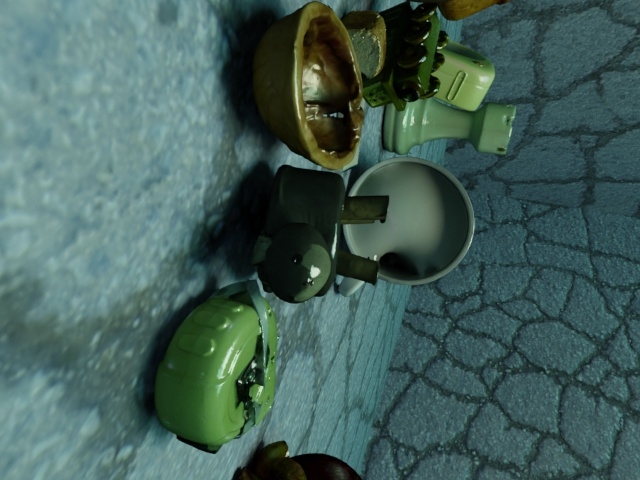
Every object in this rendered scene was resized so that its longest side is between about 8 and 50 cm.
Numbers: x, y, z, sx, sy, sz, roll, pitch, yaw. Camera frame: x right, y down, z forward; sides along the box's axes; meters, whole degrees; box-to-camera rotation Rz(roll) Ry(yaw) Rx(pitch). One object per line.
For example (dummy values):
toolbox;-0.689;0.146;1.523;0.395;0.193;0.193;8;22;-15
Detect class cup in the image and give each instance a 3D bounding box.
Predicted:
cup;0.177;-0.007;0.991;0.356;0.259;0.274;-49;168;15

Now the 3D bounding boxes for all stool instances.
stool;-0.001;0.008;0.504;0.227;0.140;0.153;-84;-178;-50

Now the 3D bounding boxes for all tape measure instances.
tape measure;-0.098;0.134;0.447;0.154;0.088;0.177;-39;136;-63

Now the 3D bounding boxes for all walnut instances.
walnut;-0.020;-0.168;0.483;0.211;0.087;0.166;12;85;-68

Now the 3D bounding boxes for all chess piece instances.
chess piece;0.323;-0.297;1.087;0.195;0.299;0.194;13;90;-72

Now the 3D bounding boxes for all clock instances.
clock;0.267;-0.403;0.979;0.308;0.235;0.096;-59;171;-55

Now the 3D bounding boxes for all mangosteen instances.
mangosteen;-0.037;0.440;0.675;0.265;0.228;0.228;50;42;-19

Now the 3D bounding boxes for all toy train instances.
toy train;0.142;-0.323;0.755;0.090;0.137;0.225;46;51;-43

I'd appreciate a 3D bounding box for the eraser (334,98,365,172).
eraser;0.054;-0.205;0.784;0.104;0.023;0.150;-39;138;-63

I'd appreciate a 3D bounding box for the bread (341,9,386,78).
bread;0.069;-0.308;0.676;0.083;0.077;0.070;78;33;-50

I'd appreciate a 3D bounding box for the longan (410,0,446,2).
longan;0.122;-0.409;0.368;0.361;0.362;0.360;12;90;-72

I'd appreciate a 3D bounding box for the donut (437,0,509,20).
donut;0.220;-0.531;0.698;0.299;0.150;0.317;48;30;-45
